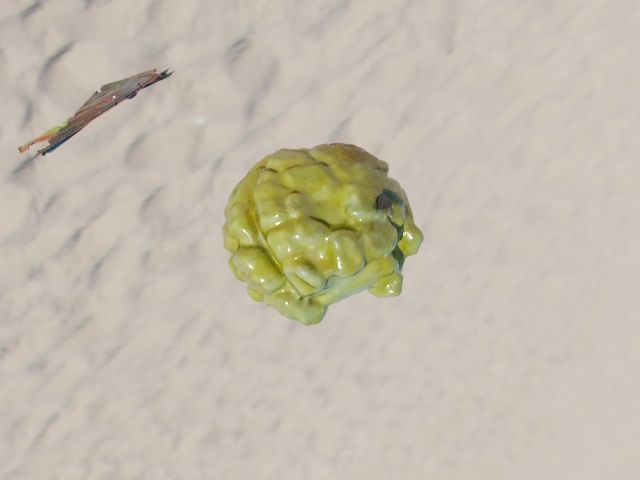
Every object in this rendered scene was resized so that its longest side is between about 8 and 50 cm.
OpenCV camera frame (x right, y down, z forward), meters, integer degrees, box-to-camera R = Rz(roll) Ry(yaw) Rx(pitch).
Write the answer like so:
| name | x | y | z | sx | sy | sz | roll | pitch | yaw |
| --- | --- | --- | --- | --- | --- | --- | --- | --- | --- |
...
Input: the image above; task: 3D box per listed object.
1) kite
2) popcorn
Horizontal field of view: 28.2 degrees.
| name | x | y | z | sx | sy | sz | roll | pitch | yaw |
| --- | --- | --- | --- | --- | --- | --- | --- | --- | --- |
| kite | -0.219 | -0.131 | 1.260 | 0.183 | 0.014 | 0.241 | -26 | -161 | 11 |
| popcorn | 0.002 | -0.008 | 1.107 | 0.173 | 0.173 | 0.142 | -12 | 128 | -39 |
